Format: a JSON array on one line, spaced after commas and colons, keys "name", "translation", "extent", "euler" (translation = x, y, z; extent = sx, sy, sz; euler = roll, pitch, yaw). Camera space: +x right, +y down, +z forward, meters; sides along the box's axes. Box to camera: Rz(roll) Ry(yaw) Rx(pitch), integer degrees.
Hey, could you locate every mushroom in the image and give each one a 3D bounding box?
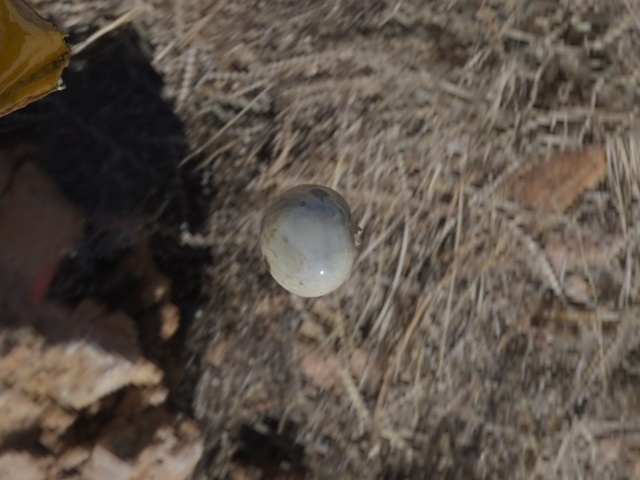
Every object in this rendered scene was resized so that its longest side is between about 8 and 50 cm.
[{"name": "mushroom", "translation": [0.000, 0.000, 1.453], "extent": [0.085, 0.079, 0.085], "euler": [-1, 89, 39]}]

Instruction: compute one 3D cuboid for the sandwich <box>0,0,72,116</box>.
[{"name": "sandwich", "translation": [-0.281, -0.140, 1.083], "extent": [0.155, 0.227, 0.198], "euler": [-3, 110, 41]}]
